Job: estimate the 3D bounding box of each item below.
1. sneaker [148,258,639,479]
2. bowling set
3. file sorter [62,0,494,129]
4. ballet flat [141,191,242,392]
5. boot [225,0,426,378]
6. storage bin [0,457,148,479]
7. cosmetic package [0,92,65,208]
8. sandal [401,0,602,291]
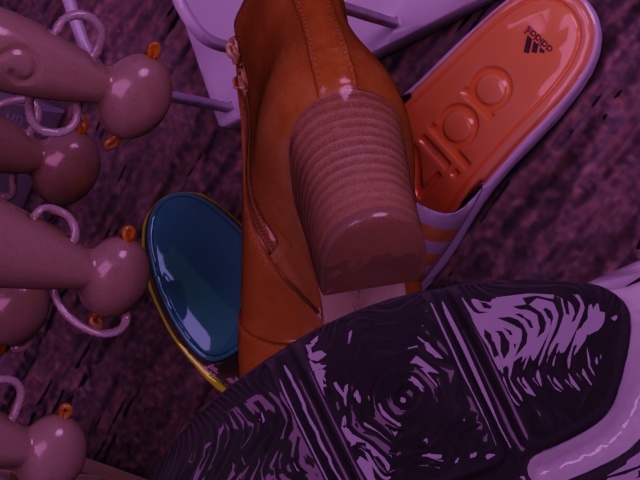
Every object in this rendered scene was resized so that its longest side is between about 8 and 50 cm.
[{"bbox_3d":[0.129,0.109,0.783,0.448,0.257,0.169,-23,71,-9],"label":"sneaker"},{"bbox_3d":[-0.188,-0.014,0.945,0.287,0.154,0.200,-67,24,14],"label":"bowling set"},{"bbox_3d":[-0.010,-0.215,0.945,0.278,0.173,0.192,-24,78,23],"label":"file sorter"},{"bbox_3d":[-0.038,0.074,1.000,0.077,0.077,0.231,-35,74,-9],"label":"ballet flat"},{"bbox_3d":[-0.001,0.000,0.879,0.104,0.295,0.211,-4,48,-11],"label":"boot"},{"bbox_3d":[-0.164,0.280,1.003,0.260,0.123,0.262,10,93,42],"label":"storage bin"},{"bbox_3d":[-0.289,-0.012,1.104,0.107,0.127,0.238,33,104,25],"label":"cosmetic package"},{"bbox_3d":[0.056,-0.052,0.957,0.102,0.076,0.265,45,108,21],"label":"sandal"}]
